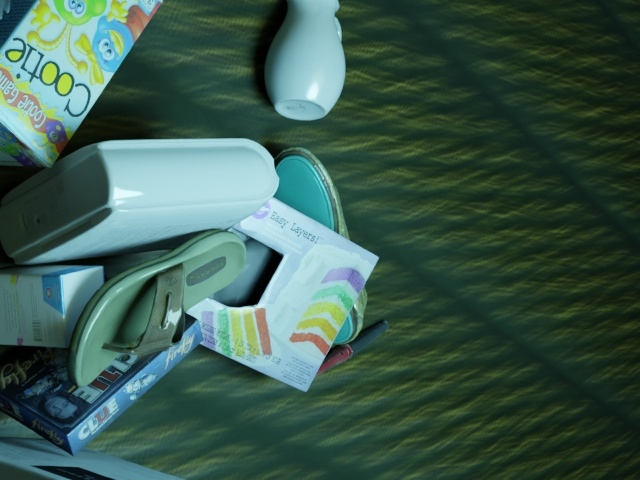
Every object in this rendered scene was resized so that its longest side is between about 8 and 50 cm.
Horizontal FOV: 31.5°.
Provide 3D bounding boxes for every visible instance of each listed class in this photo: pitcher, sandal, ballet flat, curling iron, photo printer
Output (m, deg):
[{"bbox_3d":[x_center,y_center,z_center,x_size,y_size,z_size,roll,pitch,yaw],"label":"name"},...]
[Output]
[{"bbox_3d":[-0.011,-0.291,1.803,0.178,0.126,0.207,37,54,-59],"label":"pitcher"},{"bbox_3d":[-0.196,0.083,1.441,0.303,0.086,0.120,-35,146,-32],"label":"sandal"},{"bbox_3d":[0.000,0.000,1.848,0.123,0.123,0.348,-34,117,-41],"label":"ballet flat"},{"bbox_3d":[0.033,0.182,1.942,0.274,0.035,0.068,-16,106,-45],"label":"curling iron"},{"bbox_3d":[-0.225,-0.053,1.483,0.308,0.256,0.107,-7,79,-47],"label":"photo printer"}]

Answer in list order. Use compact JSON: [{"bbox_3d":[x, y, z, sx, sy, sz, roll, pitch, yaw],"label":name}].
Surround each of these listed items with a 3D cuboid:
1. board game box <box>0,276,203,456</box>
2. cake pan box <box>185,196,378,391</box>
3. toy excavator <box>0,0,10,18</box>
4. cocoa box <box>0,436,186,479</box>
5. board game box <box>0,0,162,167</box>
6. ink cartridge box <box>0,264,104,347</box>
[{"bbox_3d":[-0.295,0.157,1.484,0.243,0.165,0.042,-43,143,-37],"label":"board game box"},{"bbox_3d":[-0.075,0.069,1.711,0.267,0.070,0.245,31,86,-31],"label":"cake pan box"},{"bbox_3d":[-0.318,-0.432,1.288,0.445,0.433,0.222,-65,171,-49],"label":"toy excavator"},{"bbox_3d":[-0.312,0.376,1.351,0.231,0.347,0.227,16,82,-48],"label":"cocoa box"},{"bbox_3d":[-0.347,-0.241,1.409,0.142,0.144,0.275,49,60,-39],"label":"board game box"},{"bbox_3d":[-0.356,0.080,1.440,0.090,0.143,0.092,-17,107,-64],"label":"ink cartridge box"}]
